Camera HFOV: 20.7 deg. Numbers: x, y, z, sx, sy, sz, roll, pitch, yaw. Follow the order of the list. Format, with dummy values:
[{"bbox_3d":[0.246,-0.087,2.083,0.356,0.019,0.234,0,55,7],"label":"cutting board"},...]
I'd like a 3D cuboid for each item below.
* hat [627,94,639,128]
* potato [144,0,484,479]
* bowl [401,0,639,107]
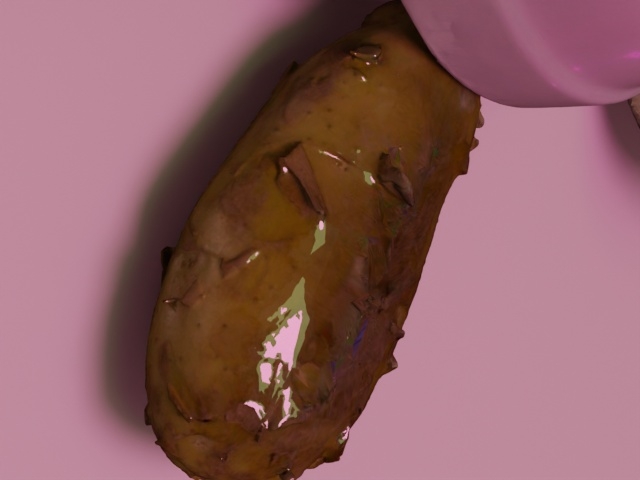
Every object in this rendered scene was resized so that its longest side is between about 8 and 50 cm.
[{"bbox_3d":[0.282,-0.107,0.901,0.130,0.257,0.257,11,96,-79],"label":"hat"},{"bbox_3d":[0.000,0.000,0.722,0.225,0.090,0.117,-64,148,-12],"label":"potato"},{"bbox_3d":[0.142,-0.194,0.708,0.287,0.144,0.287,-7,99,-55],"label":"bowl"}]
